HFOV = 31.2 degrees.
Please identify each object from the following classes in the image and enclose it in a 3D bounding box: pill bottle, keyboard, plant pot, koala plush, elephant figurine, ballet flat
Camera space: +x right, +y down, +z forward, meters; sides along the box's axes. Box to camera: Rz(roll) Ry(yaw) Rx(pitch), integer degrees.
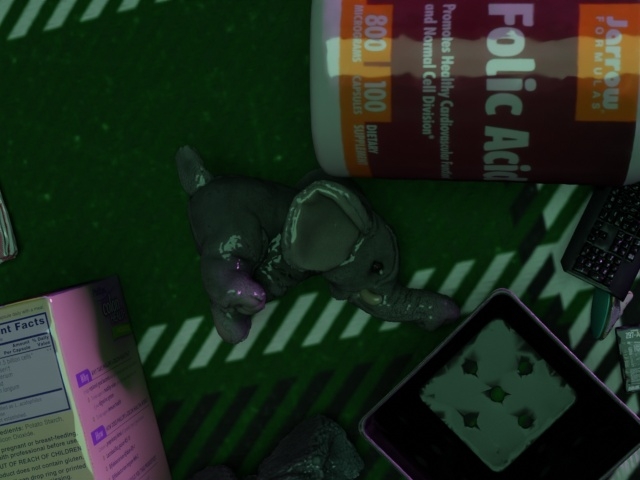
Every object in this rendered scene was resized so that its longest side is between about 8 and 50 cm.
[{"bbox_3d":[0.197,-0.161,1.043,0.392,0.224,0.224,2,94,8],"label":"pill bottle"},{"bbox_3d":[0.317,-0.036,1.108,0.100,0.038,0.192,27,83,4],"label":"keyboard"},{"bbox_3d":[0.173,0.164,1.098,0.188,0.167,0.187,45,99,4],"label":"plant pot"},{"bbox_3d":[-0.023,0.329,1.137,0.196,0.203,0.221,-27,102,9],"label":"koala plush"},{"bbox_3d":[0.000,0.000,1.135,0.240,0.186,0.169,-14,49,-2],"label":"elephant figurine"},{"bbox_3d":[0.292,0.043,1.140,0.041,0.041,0.114,1,95,8],"label":"ballet flat"}]

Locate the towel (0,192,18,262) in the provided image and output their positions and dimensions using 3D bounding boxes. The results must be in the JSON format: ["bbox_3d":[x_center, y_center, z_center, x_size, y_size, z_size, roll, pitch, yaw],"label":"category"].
[{"bbox_3d":[-0.435,-0.019,1.238,0.197,0.029,0.144,-19,90,9],"label":"towel"}]

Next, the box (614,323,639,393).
[{"bbox_3d":[0.341,0.114,1.146,0.083,0.018,0.067,-10,92,8],"label":"box"}]

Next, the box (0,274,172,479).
[{"bbox_3d":[-0.254,0.172,1.132,0.117,0.213,0.242,-14,92,8],"label":"box"}]
